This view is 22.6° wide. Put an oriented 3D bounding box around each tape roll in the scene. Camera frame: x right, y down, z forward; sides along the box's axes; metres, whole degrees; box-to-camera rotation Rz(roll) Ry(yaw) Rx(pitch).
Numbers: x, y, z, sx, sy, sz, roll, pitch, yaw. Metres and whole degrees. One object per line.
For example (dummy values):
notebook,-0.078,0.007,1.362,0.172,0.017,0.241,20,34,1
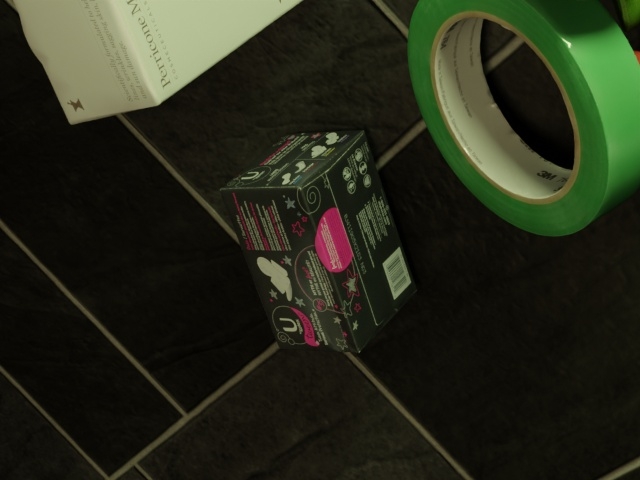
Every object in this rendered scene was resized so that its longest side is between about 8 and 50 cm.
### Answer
tape roll,0.231,-0.162,1.803,0.321,0.077,0.321,40,147,33

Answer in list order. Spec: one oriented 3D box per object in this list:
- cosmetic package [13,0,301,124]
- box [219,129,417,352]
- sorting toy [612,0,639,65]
cosmetic package,-0.167,-0.314,1.827,0.156,0.385,0.217,-7,117,37
box,0.000,0.000,2.094,0.142,0.163,0.247,1,121,37
sorting toy,0.371,-0.278,1.716,0.126,0.127,0.365,-16,112,8
